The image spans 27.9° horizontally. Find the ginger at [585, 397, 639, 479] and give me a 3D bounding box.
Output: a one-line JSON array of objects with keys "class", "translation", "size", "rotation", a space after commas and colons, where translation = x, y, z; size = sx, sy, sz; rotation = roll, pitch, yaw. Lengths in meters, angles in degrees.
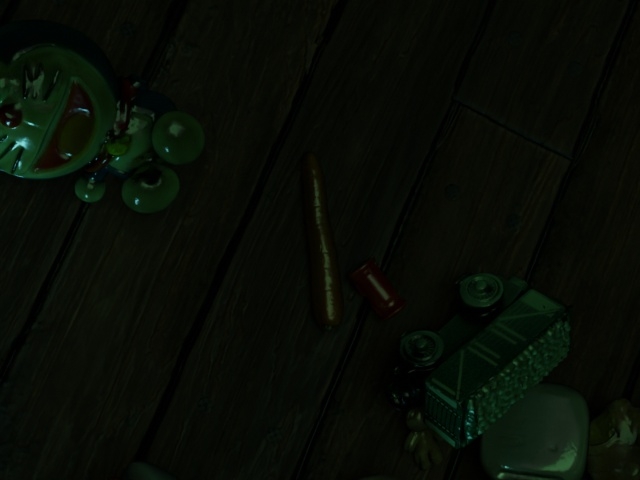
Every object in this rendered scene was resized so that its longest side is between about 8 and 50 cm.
[{"class": "ginger", "translation": [0.426, 0.361, 1.786], "size": [0.131, 0.086, 0.294], "rotation": [-9, 93, -23]}]

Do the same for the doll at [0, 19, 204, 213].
[{"class": "doll", "translation": [-0.318, -0.159, 1.617], "size": [0.322, 0.186, 0.198], "rotation": [26, 109, -26]}]

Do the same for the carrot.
[{"class": "carrot", "translation": [0.000, 0.000, 1.744], "size": [0.043, 0.043, 0.247], "rotation": [-5, 83, -14]}]

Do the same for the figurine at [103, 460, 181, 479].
[{"class": "figurine", "translation": [-0.298, 0.419, 1.565], "size": [0.382, 0.205, 0.224], "rotation": [-25, 93, 4]}]

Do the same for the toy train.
[{"class": "toy train", "translation": [0.208, 0.146, 1.708], "size": [0.269, 0.115, 0.154], "rotation": [-36, 49, -28]}]

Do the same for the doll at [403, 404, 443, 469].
[{"class": "doll", "translation": [0.140, 0.264, 1.739], "size": [0.062, 0.051, 0.093], "rotation": [-17, 89, -21]}]

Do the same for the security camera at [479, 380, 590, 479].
[{"class": "security camera", "translation": [0.276, 0.332, 1.712], "size": [0.157, 0.080, 0.301], "rotation": [5, 67, 12]}]

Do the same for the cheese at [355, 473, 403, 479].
[{"class": "cheese", "translation": [0.070, 0.421, 1.669], "size": [0.218, 0.117, 0.235], "rotation": [-10, 87, -13]}]

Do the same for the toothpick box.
[{"class": "toothpick box", "translation": [0.078, 0.067, 1.750], "size": [0.047, 0.047, 0.083], "rotation": [-38, 93, -15]}]
